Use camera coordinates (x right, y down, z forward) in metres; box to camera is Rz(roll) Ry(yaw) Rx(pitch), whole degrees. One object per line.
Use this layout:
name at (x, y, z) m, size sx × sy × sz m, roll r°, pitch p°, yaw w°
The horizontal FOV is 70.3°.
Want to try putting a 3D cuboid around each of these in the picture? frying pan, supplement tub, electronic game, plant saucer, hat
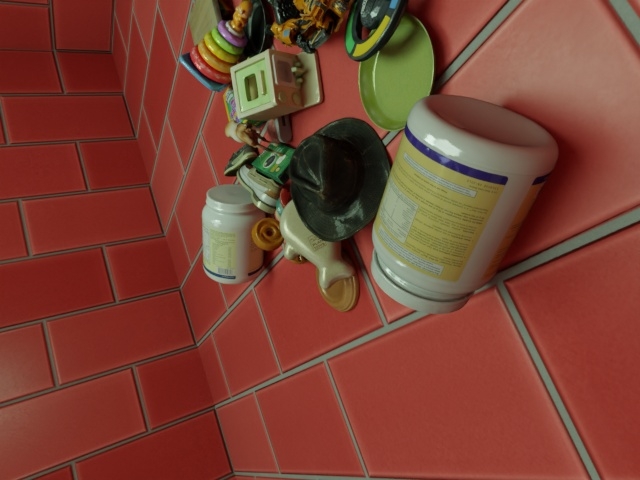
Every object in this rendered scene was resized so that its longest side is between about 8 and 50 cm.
frying pan at (-0.181, -0.693, 1.432) m, size 0.326 × 0.053 × 0.198 m, roll 3°, pitch 102°, yaw 56°
supplement tub at (-0.326, -0.026, 1.716) m, size 0.235 × 0.235 × 0.325 m, roll 39°, pitch 131°, yaw 46°
electronic game at (0.116, -0.495, 0.962) m, size 0.229 × 0.048 × 0.230 m, roll -35°, pitch 49°, yaw 55°
plant saucer at (0.042, 0.118, 1.361) m, size 0.200 × 0.037 × 0.200 m, roll 27°, pitch 122°, yaw 53°
hat at (0.012, -0.169, 1.127) m, size 0.331 × 0.134 × 0.332 m, roll -9°, pitch 75°, yaw 35°
plant saucer at (0.169, -0.362, 0.991) m, size 0.241 × 0.037 × 0.241 m, roll 24°, pitch 119°, yaw 53°
supplement tub at (0.229, -0.058, 0.804) m, size 0.241 × 0.240 × 0.332 m, roll 49°, pitch 138°, yaw 39°

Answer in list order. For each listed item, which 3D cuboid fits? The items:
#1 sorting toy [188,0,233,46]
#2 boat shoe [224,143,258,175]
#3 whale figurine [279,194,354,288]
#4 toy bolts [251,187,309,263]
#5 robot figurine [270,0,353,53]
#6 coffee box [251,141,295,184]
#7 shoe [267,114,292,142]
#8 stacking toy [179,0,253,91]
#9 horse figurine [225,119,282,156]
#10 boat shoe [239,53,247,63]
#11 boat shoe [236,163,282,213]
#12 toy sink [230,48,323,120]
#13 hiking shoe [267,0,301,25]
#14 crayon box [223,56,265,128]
sorting toy at (-0.397, -0.790, 1.713) m, size 0.257 × 0.089 × 0.256 m, roll -21°, pitch 82°, yaw 59°
boat shoe at (-0.308, -0.308, 1.751) m, size 0.223 × 0.080 × 0.074 m, roll -21°, pitch 76°, yaw 53°
whale figurine at (0.000, 0.000, 1.284) m, size 0.272 × 0.216 × 0.141 m, roll 62°, pitch -174°, yaw 13°
toy bolts at (-0.121, -0.041, 1.439) m, size 0.158 × 0.218 × 0.229 m, roll 137°, pitch 134°, yaw -62°
robot figurine at (-0.020, -0.559, 1.111) m, size 0.211 × 0.085 × 0.291 m, roll -62°, pitch 30°, yaw 4°
coffee box at (-0.136, -0.252, 1.460) m, size 0.184 × 0.113 × 0.040 m, roll 31°, pitch 168°, yaw 49°
shoe at (-0.139, -0.401, 1.450) m, size 0.081 × 0.063 × 0.178 m, roll 17°, pitch 118°, yaw 52°
stacking toy at (-0.306, -0.656, 1.493) m, size 0.165 × 0.175 × 0.302 m, roll 41°, pitch 125°, yaw -12°
horse figurine at (-0.230, -0.334, 1.436) m, size 0.263 × 0.174 × 0.066 m, roll 33°, pitch 100°, yaw 48°
boat shoe at (-0.276, -0.676, 1.605) m, size 0.046 × 0.038 × 0.125 m, roll -16°, pitch 92°, yaw 17°
boat shoe at (-0.205, -0.206, 1.599) m, size 0.103 × 0.113 × 0.302 m, roll -57°, pitch 40°, yaw 15°
toy sink at (-0.129, -0.442, 1.289) m, size 0.234 × 0.131 × 0.153 m, roll -3°, pitch 97°, yaw 39°
hiking shoe at (-0.108, -0.693, 1.301) m, size 0.114 × 0.086 × 0.227 m, roll 165°, pitch 101°, yaw -68°
crayon box at (-0.243, -0.486, 1.573) m, size 0.278 × 0.081 × 0.166 m, roll -21°, pitch 82°, yaw 59°
